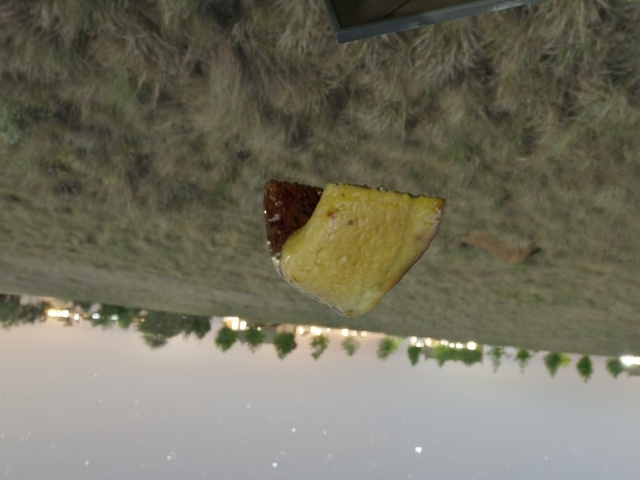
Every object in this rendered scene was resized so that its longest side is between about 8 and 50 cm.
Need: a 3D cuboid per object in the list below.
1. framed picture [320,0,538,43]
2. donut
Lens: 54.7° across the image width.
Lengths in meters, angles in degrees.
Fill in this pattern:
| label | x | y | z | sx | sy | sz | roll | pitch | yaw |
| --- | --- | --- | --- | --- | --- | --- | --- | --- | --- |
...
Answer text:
| label | x | y | z | sx | sy | sz | roll | pitch | yaw |
| --- | --- | --- | --- | --- | --- | --- | --- | --- | --- |
| framed picture | 0.100 | -0.264 | 0.637 | 0.203 | 0.150 | 0.015 | -13 | 138 | -3 |
| donut | 0.000 | 0.000 | 0.725 | 0.112 | 0.151 | 0.295 | 20 | 177 | -25 |
